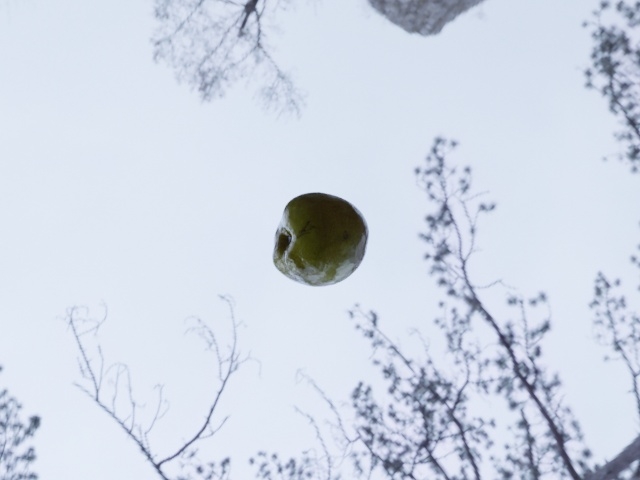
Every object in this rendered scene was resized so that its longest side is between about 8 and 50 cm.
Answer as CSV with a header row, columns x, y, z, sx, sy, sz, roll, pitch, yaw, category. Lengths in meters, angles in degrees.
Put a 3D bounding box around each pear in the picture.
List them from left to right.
x,y,z,sx,sy,sz,roll,pitch,yaw,category
0.000,0.000,1.534,0.200,0.200,0.200,17,-134,-18,pear
